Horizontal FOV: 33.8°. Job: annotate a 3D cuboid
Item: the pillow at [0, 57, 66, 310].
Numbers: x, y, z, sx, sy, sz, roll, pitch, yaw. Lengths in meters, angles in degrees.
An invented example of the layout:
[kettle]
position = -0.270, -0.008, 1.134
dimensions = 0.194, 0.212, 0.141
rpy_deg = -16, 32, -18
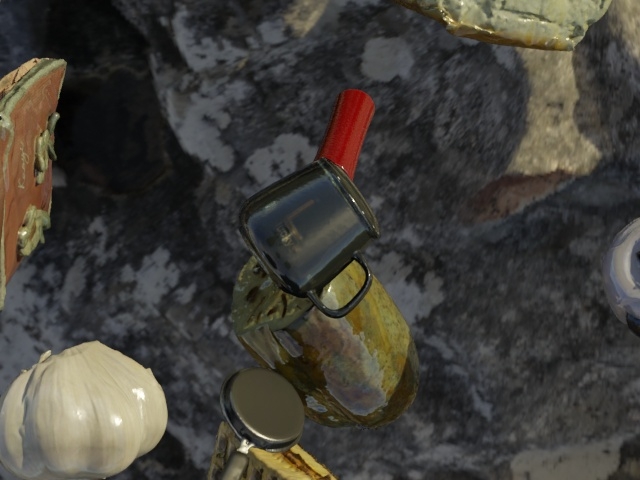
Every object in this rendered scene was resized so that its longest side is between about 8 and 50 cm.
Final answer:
[pillow]
position = -0.181, -0.012, 0.573
dimensions = 0.043, 0.232, 0.126
rpy_deg = 6, 117, -4

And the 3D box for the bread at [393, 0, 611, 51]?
[bread]
position = 0.234, -0.372, 1.363
dimensions = 0.279, 0.250, 0.225
rpy_deg = 10, 111, -28

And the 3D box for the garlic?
[garlic]
position = -0.303, 0.230, 1.357
dimensions = 0.229, 0.143, 0.178
rpy_deg = -12, 97, -24

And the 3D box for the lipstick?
[lipstick]
position = 0.039, -0.173, 1.852
dimensions = 0.080, 0.241, 0.080
rpy_deg = 9, 132, 10

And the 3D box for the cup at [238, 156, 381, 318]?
[cup]
position = 0.000, 0.000, 1.518
dimensions = 0.176, 0.169, 0.223
rpy_deg = -36, 73, 0

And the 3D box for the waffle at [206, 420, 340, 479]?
[waffle]
position = -0.078, 0.435, 1.626
dimensions = 0.114, 0.376, 0.261
rpy_deg = 12, 90, -22

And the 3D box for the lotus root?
[lotus root]
position = 0.026, 0.167, 1.721
dimensions = 0.250, 0.250, 0.346
rpy_deg = -23, 123, 20

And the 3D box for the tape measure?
[tape measure]
position = 0.501, 0.051, 1.493
dimensions = 0.197, 0.236, 0.120
rpy_deg = -17, 144, 15

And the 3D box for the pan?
[pan]
position = -0.092, 0.265, 1.449
dimensions = 0.136, 0.235, 0.028
rpy_deg = 35, 131, -8
